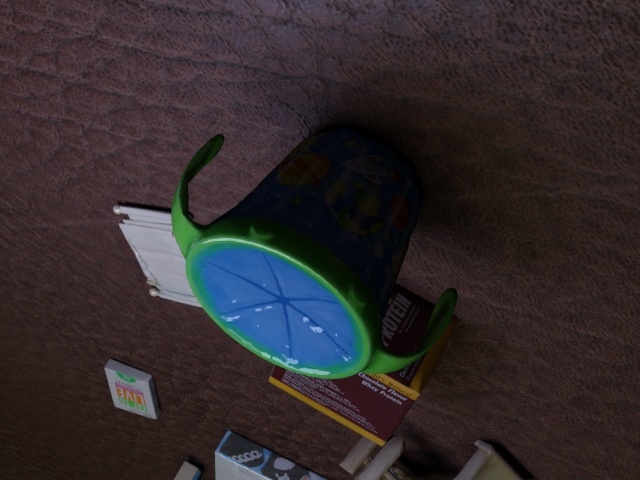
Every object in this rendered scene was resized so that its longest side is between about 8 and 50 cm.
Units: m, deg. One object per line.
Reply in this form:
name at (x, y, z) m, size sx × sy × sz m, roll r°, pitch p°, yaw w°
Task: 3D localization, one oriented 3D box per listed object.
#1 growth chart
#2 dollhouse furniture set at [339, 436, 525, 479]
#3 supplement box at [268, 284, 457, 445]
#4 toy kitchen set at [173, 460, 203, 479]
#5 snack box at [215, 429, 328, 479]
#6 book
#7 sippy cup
growth chart at (-0.229, 0.030, 1.591) m, size 0.172 × 0.021 × 0.237 m, roll 14°, pitch 143°, yaw 25°
dollhouse furniture set at (0.193, 0.391, 1.647) m, size 0.212 × 0.161 × 0.242 m, roll 47°, pitch 167°, yaw -20°
supplement box at (0.054, 0.153, 1.415) m, size 0.191 × 0.129 × 0.194 m, roll 29°, pitch 147°, yaw 6°
toy kitchen set at (-0.251, 0.585, 2.278) m, size 0.166 × 0.122 × 0.207 m, roll 29°, pitch 167°, yaw 6°
snack box at (-0.056, 0.505, 2.028) m, size 0.322 × 0.060 × 0.187 m, roll 24°, pitch 145°, yaw 12°
book at (-0.372, 0.297, 2.053) m, size 0.096 × 0.035 × 0.144 m, roll 18°, pitch 143°, yaw 15°
sippy cup at (0.000, 0.000, 1.175) m, size 0.240 × 0.224 × 0.305 m, roll -4°, pitch 133°, yaw 41°
